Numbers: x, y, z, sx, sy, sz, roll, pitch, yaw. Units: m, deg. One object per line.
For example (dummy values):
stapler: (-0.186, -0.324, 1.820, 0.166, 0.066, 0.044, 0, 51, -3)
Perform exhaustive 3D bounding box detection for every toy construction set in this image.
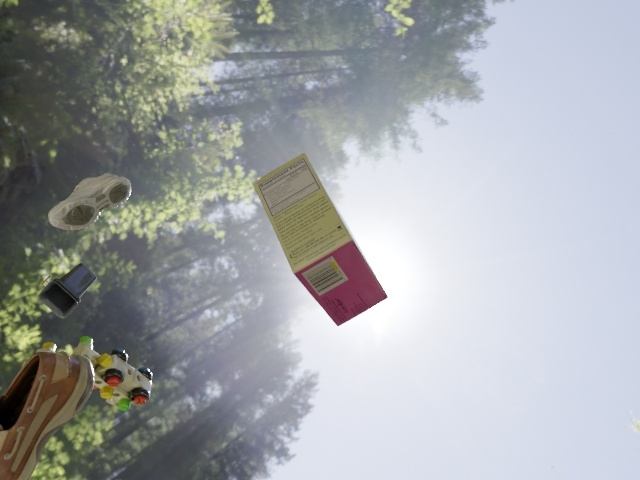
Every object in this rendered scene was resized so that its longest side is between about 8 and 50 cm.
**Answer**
toy construction set: (-0.552, 0.350, 1.542, 0.215, 0.327, 0.151, -21, -121, 15)

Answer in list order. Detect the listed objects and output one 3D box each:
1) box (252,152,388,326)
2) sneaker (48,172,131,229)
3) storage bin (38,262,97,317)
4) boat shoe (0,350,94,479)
box: (0.000, 0.000, 1.165, 0.117, 0.213, 0.243, -30, -129, 4)
sneaker: (-0.628, -0.108, 1.650, 0.115, 0.232, 0.090, 27, -45, 31)
storage bin: (-0.613, 0.112, 1.504, 0.098, 0.091, 0.135, 46, -45, -11)
boat shoe: (-0.520, 0.314, 1.030, 0.123, 0.116, 0.324, 31, -96, 44)
